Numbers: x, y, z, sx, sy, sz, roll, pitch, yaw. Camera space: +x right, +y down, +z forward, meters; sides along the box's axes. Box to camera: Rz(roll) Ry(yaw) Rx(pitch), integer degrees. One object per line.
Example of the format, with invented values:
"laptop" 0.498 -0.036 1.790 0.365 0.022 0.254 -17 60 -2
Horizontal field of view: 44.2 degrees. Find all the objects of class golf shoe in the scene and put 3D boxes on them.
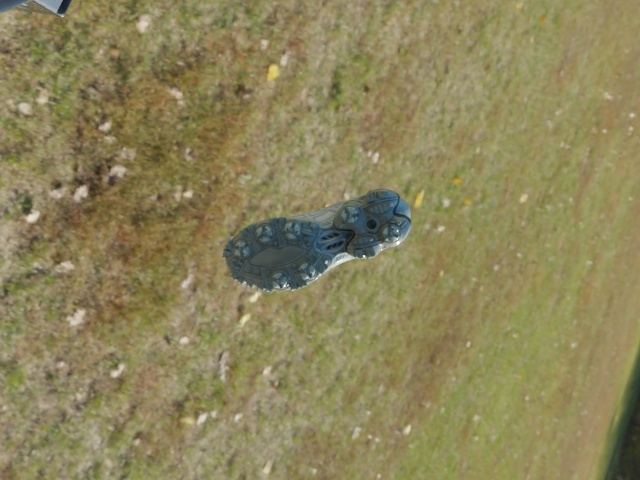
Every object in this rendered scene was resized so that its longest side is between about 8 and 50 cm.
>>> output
"golf shoe" 0.000 0.000 0.726 0.086 0.176 0.069 -37 112 -77

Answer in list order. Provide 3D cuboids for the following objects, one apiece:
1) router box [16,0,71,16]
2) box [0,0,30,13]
"router box" -0.296 -0.415 0.897 0.081 0.243 0.308 27 90 -39
"box" -0.252 -0.139 0.340 0.216 0.270 0.060 -52 149 -49
